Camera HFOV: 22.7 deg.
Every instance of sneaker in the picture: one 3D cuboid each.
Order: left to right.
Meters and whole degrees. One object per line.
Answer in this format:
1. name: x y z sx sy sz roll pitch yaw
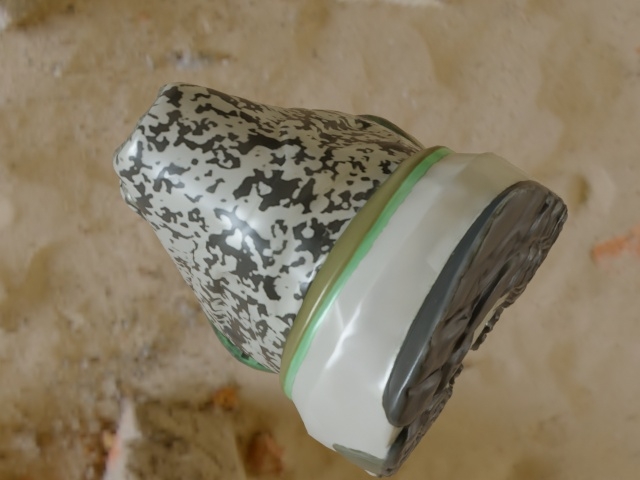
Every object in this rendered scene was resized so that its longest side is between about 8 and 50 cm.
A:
1. sneaker: 0.000 0.000 0.748 0.182 0.410 0.158 35 83 6
